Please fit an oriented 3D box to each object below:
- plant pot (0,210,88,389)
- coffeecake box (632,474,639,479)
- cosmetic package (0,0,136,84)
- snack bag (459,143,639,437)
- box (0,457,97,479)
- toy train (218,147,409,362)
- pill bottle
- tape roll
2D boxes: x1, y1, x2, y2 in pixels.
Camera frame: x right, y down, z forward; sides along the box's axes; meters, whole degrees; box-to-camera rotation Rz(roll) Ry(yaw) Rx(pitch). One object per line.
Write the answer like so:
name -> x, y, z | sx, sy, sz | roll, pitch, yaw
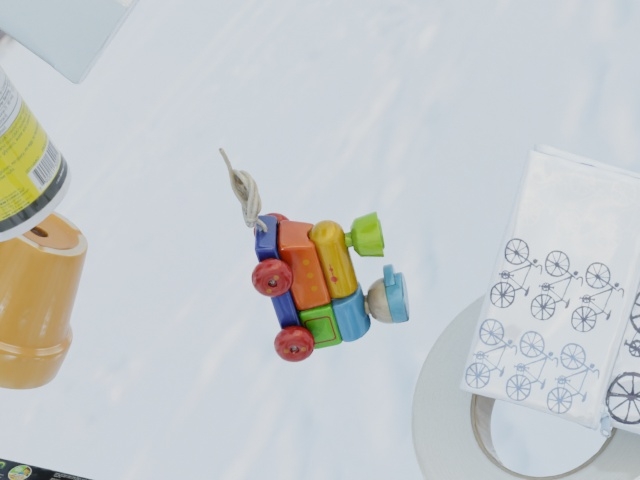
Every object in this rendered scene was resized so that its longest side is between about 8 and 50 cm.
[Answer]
plant pot -> -0.398, 0.058, 1.690 | 0.188, 0.205, 0.205 | -60, 12, 19
coffeecake box -> 0.305, 0.175, 0.888 | 0.185, 0.068, 0.142 | -31, 10, -11
cosmetic package -> -0.189, -0.325, 0.898 | 0.097, 0.284, 0.377 | -44, 16, 47
snack bag -> 0.373, 0.078, 1.573 | 0.037, 0.342, 0.323 | 32, -105, -80
box -> -0.243, 0.260, 1.168 | 0.207, 0.114, 0.036 | 8, 32, 21
toy train -> 0.000, 0.000, 1.310 | 0.143, 0.248, 0.105 | -12, 33, 6
pill bottle -> -0.326, -0.108, 1.179 | 0.119, 0.208, 0.119 | -18, 38, 15
tape roll -> 0.310, 0.228, 1.731 | 0.392, 0.072, 0.392 | -13, 60, 23
